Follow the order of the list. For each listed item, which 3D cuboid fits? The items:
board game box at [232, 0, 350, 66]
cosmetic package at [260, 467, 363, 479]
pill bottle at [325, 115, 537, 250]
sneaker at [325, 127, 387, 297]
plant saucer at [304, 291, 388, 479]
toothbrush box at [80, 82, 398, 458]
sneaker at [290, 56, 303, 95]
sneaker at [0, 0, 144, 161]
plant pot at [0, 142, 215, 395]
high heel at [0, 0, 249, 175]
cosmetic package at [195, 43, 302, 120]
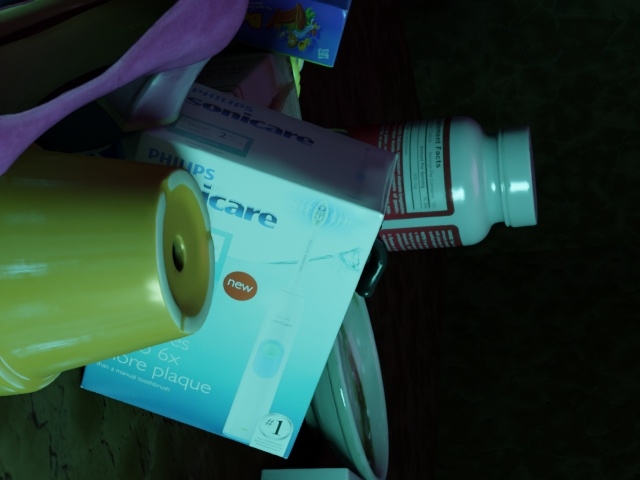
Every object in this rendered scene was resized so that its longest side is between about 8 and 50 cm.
[{"bbox_3d":[-0.064,-0.362,1.358,0.347,0.233,0.078,-76,-178,-52],"label":"board game box"},{"bbox_3d":[0.002,0.466,1.593,0.224,0.138,0.224,55,32,-65],"label":"cosmetic package"},{"bbox_3d":[0.169,-0.098,1.886,0.229,0.408,0.229,-4,90,-77],"label":"pill bottle"},{"bbox_3d":[0.000,0.000,1.530,0.483,0.202,0.185,-68,171,-54],"label":"sneaker"},{"bbox_3d":[0.025,0.217,1.793,0.400,0.100,0.400,-11,90,-81],"label":"plant saucer"},{"bbox_3d":[-0.078,0.030,0.999,0.126,0.216,0.295,-73,-177,-59],"label":"toothbrush box"},{"bbox_3d":[-0.080,-0.252,1.584,0.126,0.091,0.240,25,63,-74],"label":"sneaker"},{"bbox_3d":[-0.211,-0.143,0.912,0.323,0.130,0.236,-45,125,-80],"label":"sneaker"},{"bbox_3d":[-0.190,0.014,0.826,0.205,0.188,0.205,-4,90,-76],"label":"plant pot"},{"bbox_3d":[-0.195,-0.147,0.725,0.377,0.127,0.181,-28,154,-55],"label":"high heel"},{"bbox_3d":[-0.127,-0.129,1.222,0.296,0.153,0.129,-68,149,-65],"label":"cosmetic package"}]
